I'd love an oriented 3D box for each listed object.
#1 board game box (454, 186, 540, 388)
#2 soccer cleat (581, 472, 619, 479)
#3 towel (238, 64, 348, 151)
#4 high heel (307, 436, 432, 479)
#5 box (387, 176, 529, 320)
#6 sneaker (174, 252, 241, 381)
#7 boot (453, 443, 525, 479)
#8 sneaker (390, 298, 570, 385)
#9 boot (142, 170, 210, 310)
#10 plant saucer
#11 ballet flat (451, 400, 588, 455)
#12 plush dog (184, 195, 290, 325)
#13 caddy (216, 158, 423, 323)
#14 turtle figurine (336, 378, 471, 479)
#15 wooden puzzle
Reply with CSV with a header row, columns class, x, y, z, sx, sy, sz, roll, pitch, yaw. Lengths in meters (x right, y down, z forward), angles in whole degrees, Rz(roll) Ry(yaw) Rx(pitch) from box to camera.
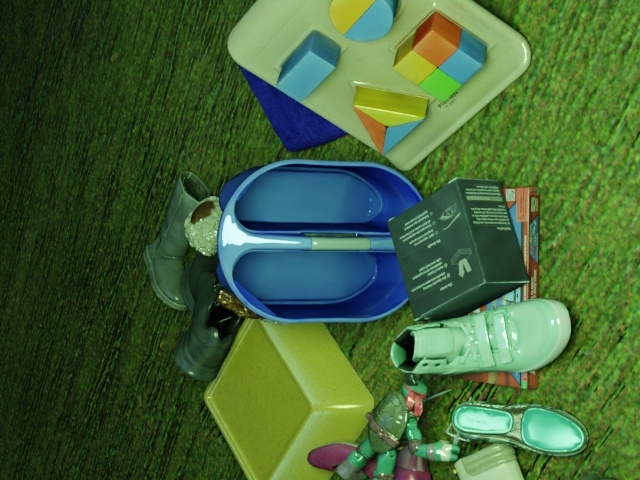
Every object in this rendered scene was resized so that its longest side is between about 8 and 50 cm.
class,x,y,z,sx,sy,sz,roll,pitch,yaw
board game box,0.251,0.065,1.847,0.145,0.027,0.281,2,92,52
soccer cleat,0.307,0.430,1.679,0.289,0.093,0.121,-50,32,18
towel,-0.005,-0.267,2.062,0.308,0.076,0.227,-15,103,51
high heel,0.074,0.375,2.026,0.244,0.082,0.117,-11,72,36
box,0.192,0.015,1.822,0.156,0.093,0.158,-33,64,47
sneaker,-0.179,0.110,2.275,0.130,0.109,0.286,-50,30,37
boot,0.229,0.396,1.841,0.213,0.077,0.165,-45,57,36
sneaker,0.210,0.142,1.757,0.256,0.151,0.094,-24,71,47
boot,-0.259,0.002,2.455,0.208,0.076,0.189,-53,54,29
plant saucer,-0.082,0.275,2.223,0.332,0.081,0.332,56,131,35
ballet flat,0.277,0.256,1.777,0.188,0.070,0.070,11,101,19
plush dog,-0.073,0.042,2.129,0.210,0.263,0.225,84,169,-53
caddy,0.000,0.000,1.932,0.179,0.341,0.241,-170,81,-69
turtle figurine,0.118,0.280,1.897,0.234,0.118,0.175,-57,24,17
wooden puzzle,0.073,-0.262,1.850,0.322,0.348,0.080,-41,21,44
